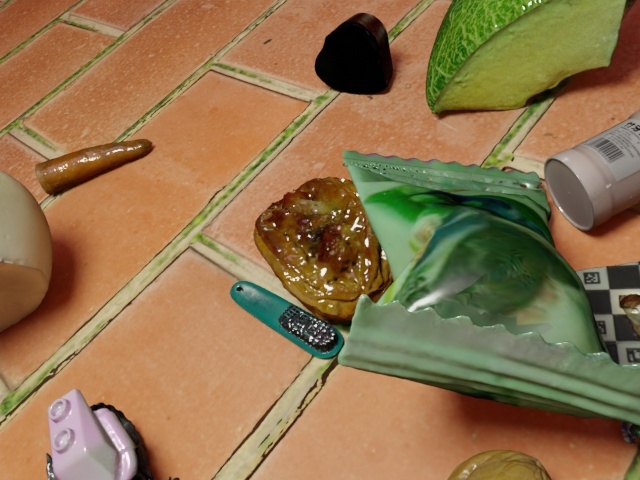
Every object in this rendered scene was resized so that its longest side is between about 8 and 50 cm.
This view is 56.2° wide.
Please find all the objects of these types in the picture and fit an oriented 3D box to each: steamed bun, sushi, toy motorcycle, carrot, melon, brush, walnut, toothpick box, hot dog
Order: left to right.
[{"bbox_3d":[-0.538,0.019,0.812,0.324,0.324,0.206,-28,74,-2],"label":"steamed bun"},{"bbox_3d":[-0.403,-0.143,1.081,0.210,0.061,0.061,-20,47,0],"label":"carrot"},{"bbox_3d":[-0.201,0.272,0.553,0.143,0.188,0.327,-34,47,1],"label":"toy motorcycle"},{"bbox_3d":[-0.051,0.090,0.755,0.193,0.032,0.043,26,65,35],"label":"brush"},{"bbox_3d":[0.003,0.000,0.767,0.160,0.099,0.227,-35,45,-14],"label":"hot dog"},{"bbox_3d":[0.152,0.237,0.506,0.105,0.105,0.124,31,74,38],"label":"walnut"},{"bbox_3d":[0.321,-0.363,0.899,0.331,0.226,0.343,-43,30,47],"label":"melon"},{"bbox_3d":[0.352,-0.087,0.696,0.149,0.098,0.098,-27,47,-1],"label":"toothpick box"},{"bbox_3d":[0.341,0.105,0.586,0.139,0.031,0.201,-9,46,15],"label":"sushi"}]

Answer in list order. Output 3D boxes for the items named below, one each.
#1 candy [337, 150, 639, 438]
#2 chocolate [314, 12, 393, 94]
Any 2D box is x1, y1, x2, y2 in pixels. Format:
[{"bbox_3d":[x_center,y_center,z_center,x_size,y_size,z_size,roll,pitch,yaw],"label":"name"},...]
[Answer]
[{"bbox_3d":[0.148,0.007,0.610,0.263,0.172,0.398,15,37,-8],"label":"candy"},{"bbox_3d":[0.071,-0.310,0.983,0.125,0.148,0.080,31,60,-4],"label":"chocolate"}]
